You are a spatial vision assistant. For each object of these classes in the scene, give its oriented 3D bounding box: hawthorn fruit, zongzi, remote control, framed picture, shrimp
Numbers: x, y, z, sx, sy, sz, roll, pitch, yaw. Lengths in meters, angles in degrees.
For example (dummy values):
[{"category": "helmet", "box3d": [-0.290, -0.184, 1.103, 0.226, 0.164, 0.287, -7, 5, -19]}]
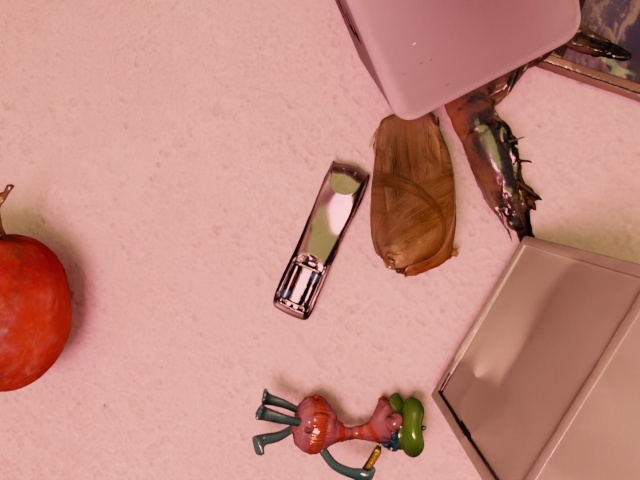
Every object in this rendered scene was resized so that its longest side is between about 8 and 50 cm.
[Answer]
[{"category": "hawthorn fruit", "box3d": [-0.437, 0.058, 0.626, 0.241, 0.242, 0.272, 20, 85, 10]}, {"category": "zongzi", "box3d": [0.092, -0.057, 0.534, 0.099, 0.197, 0.195, -8, 85, 21]}, {"category": "remote control", "box3d": [0.000, 0.000, 0.637, 0.059, 0.028, 0.212, 23, 95, 11]}, {"category": "framed picture", "box3d": [0.351, -0.271, 0.574, 0.259, 0.023, 0.189, 24, 92, 11]}, {"category": "shrimp", "box3d": [0.258, -0.131, 0.561, 0.198, 0.051, 0.262, -19, 88, 23]}]

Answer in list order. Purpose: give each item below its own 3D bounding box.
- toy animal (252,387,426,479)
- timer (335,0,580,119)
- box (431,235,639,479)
[{"category": "toy animal", "box3d": [0.021, 0.235, 0.597, 0.208, 0.100, 0.103, 6, 52, -1]}, {"category": "timer", "box3d": [0.112, -0.273, 0.496, 0.194, 0.195, 0.192, -26, 127, 9]}, {"category": "box", "box3d": [0.242, 0.131, 0.480, 0.117, 0.225, 0.225, 28, 95, -6]}]
